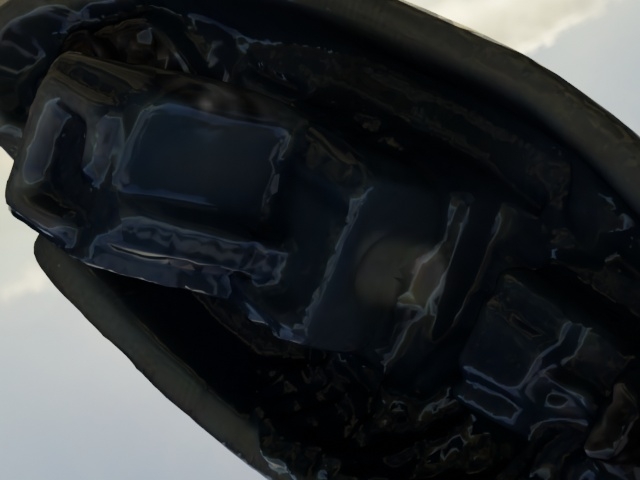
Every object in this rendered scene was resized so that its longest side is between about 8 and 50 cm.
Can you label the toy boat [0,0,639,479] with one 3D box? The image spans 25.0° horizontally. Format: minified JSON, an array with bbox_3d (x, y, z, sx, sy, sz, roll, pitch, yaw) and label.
[{"bbox_3d":[0.000,0.000,0.372,0.309,0.129,0.142,32,-165,37],"label":"toy boat"}]
